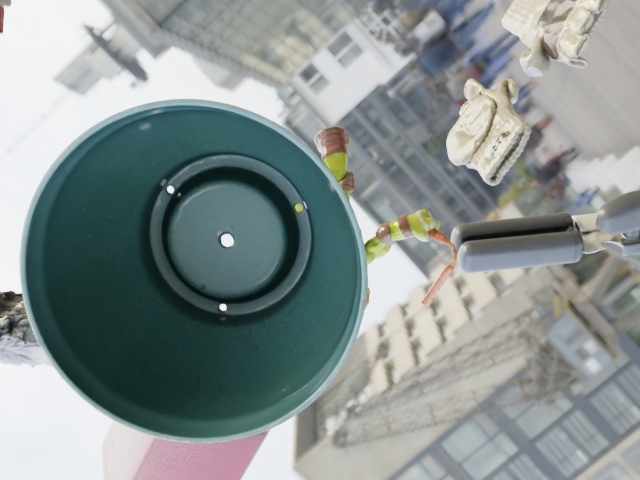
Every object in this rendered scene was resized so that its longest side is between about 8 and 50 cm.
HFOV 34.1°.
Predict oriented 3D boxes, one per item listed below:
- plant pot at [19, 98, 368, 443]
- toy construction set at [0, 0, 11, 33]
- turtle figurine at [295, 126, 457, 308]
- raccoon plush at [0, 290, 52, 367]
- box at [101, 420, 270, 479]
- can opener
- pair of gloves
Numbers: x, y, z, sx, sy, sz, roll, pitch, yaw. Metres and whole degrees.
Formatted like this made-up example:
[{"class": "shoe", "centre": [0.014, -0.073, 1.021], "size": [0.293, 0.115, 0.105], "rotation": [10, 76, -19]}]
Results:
[{"class": "plant pot", "centre": [-0.099, 0.012, 0.957], "size": [0.293, 0.293, 0.196], "rotation": [48, -169, -5]}, {"class": "toy construction set", "centre": [-0.408, -0.285, 0.897], "size": [0.257, 0.309, 0.237], "rotation": [42, -158, 31]}, {"class": "turtle figurine", "centre": [0.000, 0.000, 1.140], "size": [0.087, 0.269, 0.217], "rotation": [11, -124, -58]}, {"class": "raccoon plush", "centre": [-0.460, -0.001, 1.224], "size": [0.216, 0.446, 0.299], "rotation": [104, 174, -61]}, {"class": "box", "centre": [-0.154, 0.213, 1.228], "size": [0.126, 0.232, 0.149], "rotation": [19, -157, -25]}, {"class": "can opener", "centre": [0.316, -0.022, 1.371], "size": [0.076, 0.283, 0.095], "rotation": [-104, 10, -51]}, {"class": "pair of gloves", "centre": [0.221, -0.178, 1.130], "size": [0.042, 0.240, 0.204], "rotation": [27, -172, -18]}]
